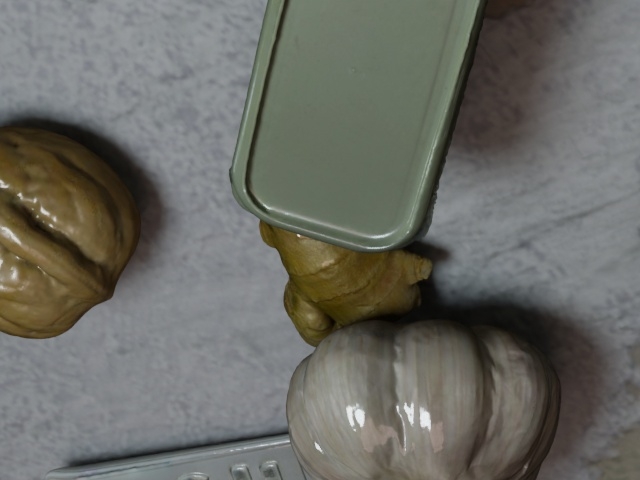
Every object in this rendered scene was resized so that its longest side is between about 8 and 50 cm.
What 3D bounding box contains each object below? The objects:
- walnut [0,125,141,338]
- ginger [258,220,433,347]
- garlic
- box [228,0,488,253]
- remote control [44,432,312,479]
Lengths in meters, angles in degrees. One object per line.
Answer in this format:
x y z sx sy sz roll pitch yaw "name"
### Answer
-0.223 -0.009 1.389 0.167 0.149 0.166 -1 99 -8 "walnut"
0.013 0.006 1.370 0.115 0.081 0.205 22 143 37 "ginger"
0.080 0.173 1.369 0.219 0.212 0.218 -1 156 0 "garlic"
0.042 -0.145 1.193 0.138 0.178 0.274 18 127 3 "box"
-0.078 0.214 1.563 0.313 0.055 0.109 -11 114 16 "remote control"
